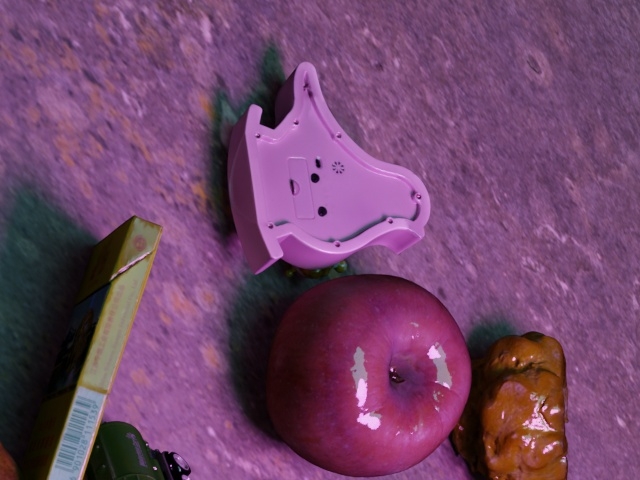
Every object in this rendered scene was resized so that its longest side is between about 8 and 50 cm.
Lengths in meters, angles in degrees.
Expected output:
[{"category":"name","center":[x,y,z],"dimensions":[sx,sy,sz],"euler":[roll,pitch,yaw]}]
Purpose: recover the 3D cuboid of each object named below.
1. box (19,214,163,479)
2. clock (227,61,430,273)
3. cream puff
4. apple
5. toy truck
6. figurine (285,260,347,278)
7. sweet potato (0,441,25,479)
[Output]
[{"category":"box","center":[-0.279,0.145,1.623],"dimensions":[0.047,0.187,0.335],"euler":[22,71,-17]},{"category":"clock","center":[0.004,-0.104,1.913],"dimensions":[0.275,0.080,0.290],"euler":[-3,71,-28]},{"category":"cream puff","center":[0.297,0.282,2.129],"dimensions":[0.282,0.185,0.282],"euler":[-2,90,-81]},{"category":"apple","center":[0.057,0.182,1.879],"dimensions":[0.305,0.235,0.306],"euler":[6,80,-37]},{"category":"toy truck","center":[-0.214,0.321,1.640],"dimensions":[0.101,0.242,0.125],"euler":[-43,127,7]},{"category":"figurine","center":[-0.002,-0.005,1.963],"dimensions":[0.101,0.068,0.143],"euler":[34,51,-34]},{"category":"sweet potato","center":[-0.421,0.248,1.512],"dimensions":[0.157,0.157,0.370],"euler":[-29,101,-39]}]
